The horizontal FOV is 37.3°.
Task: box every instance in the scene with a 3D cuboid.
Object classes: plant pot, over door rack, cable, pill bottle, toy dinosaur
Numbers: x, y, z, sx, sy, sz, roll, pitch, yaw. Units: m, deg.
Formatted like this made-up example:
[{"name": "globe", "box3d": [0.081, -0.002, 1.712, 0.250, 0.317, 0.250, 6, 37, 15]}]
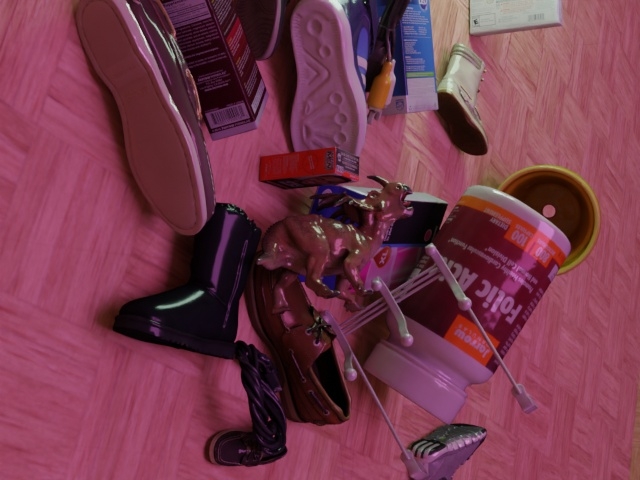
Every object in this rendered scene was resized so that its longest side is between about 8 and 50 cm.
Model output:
[{"name": "plant pot", "box3d": [0.529, -0.056, 2.228, 0.239, 0.254, 0.254, -24, 110, -71]}, {"name": "over door rack", "box3d": [0.170, 0.198, 1.549, 0.324, 0.239, 0.108, 59, 10, 10]}, {"name": "cable", "box3d": [-0.092, 0.229, 1.393, 0.184, 0.047, 0.151, 70, 11, -53]}, {"name": "cable", "box3d": [0.126, -0.348, 1.647, 0.139, 0.072, 0.287, -78, -172, -57]}, {"name": "pill bottle", "box3d": [0.258, 0.117, 1.715, 0.392, 0.224, 0.224, -57, 139, -5]}, {"name": "toy dinosaur", "box3d": [0.000, 0.000, 1.425, 0.295, 0.127, 0.200, 0, 72, -35]}]

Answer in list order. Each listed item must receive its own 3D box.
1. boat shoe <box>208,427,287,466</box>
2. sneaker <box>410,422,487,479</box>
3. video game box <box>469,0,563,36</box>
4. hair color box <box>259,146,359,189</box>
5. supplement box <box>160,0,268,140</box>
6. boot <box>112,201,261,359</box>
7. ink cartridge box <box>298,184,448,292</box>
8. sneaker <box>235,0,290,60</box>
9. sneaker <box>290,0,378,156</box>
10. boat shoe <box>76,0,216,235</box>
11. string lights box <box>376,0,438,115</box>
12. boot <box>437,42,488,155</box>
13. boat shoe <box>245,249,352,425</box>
[{"name": "boat shoe", "box3d": [-0.105, 0.309, 1.417, 0.152, 0.049, 0.056, 9, 82, -56]}, {"name": "sneaker", "box3d": [0.260, 0.459, 1.947, 0.228, 0.086, 0.132, -7, 100, -46]}, {"name": "video game box", "box3d": [0.430, -0.557, 2.102, 0.048, 0.205, 0.187, -5, 95, -60]}, {"name": "hair color box", "box3d": [-0.017, -0.111, 1.474, 0.072, 0.141, 0.043, 14, 74, -55]}, {"name": "supplement box", "box3d": [-0.150, -0.274, 1.306, 0.130, 0.073, 0.239, -81, 154, -61]}, {"name": "boot", "box3d": [-0.173, 0.044, 1.279, 0.246, 0.094, 0.207, 27, 71, -60]}, {"name": "ink cartridge box", "box3d": [0.092, -0.001, 1.664, 0.371, 0.069, 0.176, 1, 110, -54]}, {"name": "sneaker", "box3d": [-0.065, -0.378, 1.462, 0.118, 0.083, 0.222, 8, 82, -56]}, {"name": "sneaker", "box3d": [0.040, -0.279, 1.580, 0.236, 0.130, 0.323, -53, 142, -57]}, {"name": "boat shoe", "box3d": [-0.202, -0.168, 1.219, 0.096, 0.116, 0.324, -37, 110, -50]}, {"name": "string lights box", "box3d": [0.154, -0.371, 1.796, 0.133, 0.076, 0.260, -16, 103, -56]}, {"name": "boot", "box3d": [0.320, -0.301, 2.046, 0.213, 0.077, 0.165, 50, 48, -40]}, {"name": "boat shoe", "box3d": [-0.023, 0.152, 1.494, 0.111, 0.104, 0.307, -43, 123, -45]}]
